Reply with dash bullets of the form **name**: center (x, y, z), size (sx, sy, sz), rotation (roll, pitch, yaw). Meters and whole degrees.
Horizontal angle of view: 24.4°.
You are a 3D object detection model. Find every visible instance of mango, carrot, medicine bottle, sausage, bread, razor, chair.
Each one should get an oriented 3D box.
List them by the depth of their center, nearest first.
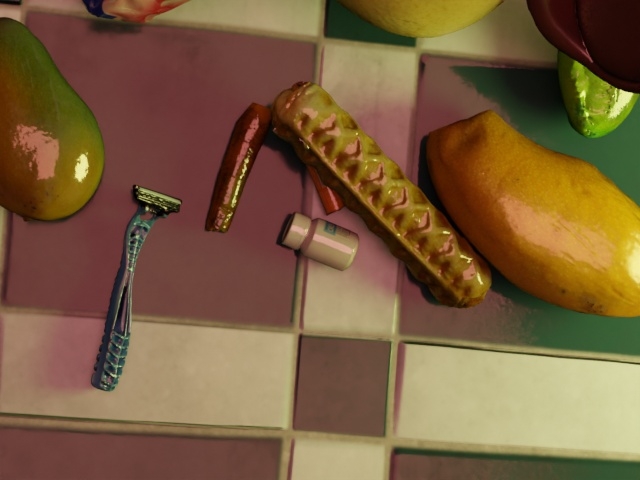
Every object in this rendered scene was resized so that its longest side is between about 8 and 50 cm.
- **chair**: center (0.448, -0.291, 1.757), size (0.401, 0.226, 0.227), rotation (-11, 90, -39)
- **mango**: center (-0.356, -0.143, 1.765), size (0.156, 0.114, 0.251), rotation (-27, 94, -1)
- **razor**: center (-0.236, 0.061, 1.817), size (0.082, 0.042, 0.253), rotation (16, 87, -49)
- **bread**: center (0.078, -0.052, 1.828), size (0.084, 0.077, 0.367), rotation (-41, 102, 13)
- **carrot**: center (-0.103, -0.089, 1.843), size (0.042, 0.042, 0.171), rotation (19, 88, -8)
- **medicine bottle**: center (0.000, 0.000, 1.848), size (0.089, 0.052, 0.052), rotation (22, 85, -8)
- **mango**: center (0.281, -0.027, 1.850), size (0.359, 0.144, 0.187), rotation (30, 68, 0)
- **sausage**: center (0.002, -0.086, 1.862), size (0.031, 0.031, 0.107), rotation (-22, 92, -9)
- **mango**: center (0.354, -0.219, 1.885), size (0.119, 0.100, 0.178), rotation (8, 92, -18)

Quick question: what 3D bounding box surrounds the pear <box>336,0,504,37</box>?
- **pear**: center (0.108, -0.394, 1.745), size (0.309, 0.309, 0.309), rotation (0, 88, -9)

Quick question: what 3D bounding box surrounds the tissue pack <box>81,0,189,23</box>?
- **tissue pack**: center (-0.170, -0.389, 1.722), size (0.137, 0.269, 0.209), rotation (-10, 86, -45)
